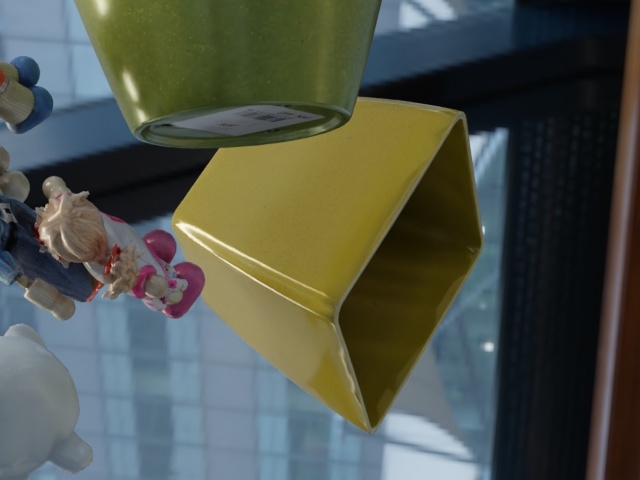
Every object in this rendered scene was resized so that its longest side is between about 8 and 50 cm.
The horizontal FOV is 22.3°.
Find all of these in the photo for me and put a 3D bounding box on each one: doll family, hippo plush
[{"bbox_3d":[-0.192,-0.026,0.908,0.118,0.263,0.163,-46,-25,6],"label":"doll family"},{"bbox_3d":[-0.321,0.116,1.287,0.237,0.234,0.294,-3,-39,-47],"label":"hippo plush"}]

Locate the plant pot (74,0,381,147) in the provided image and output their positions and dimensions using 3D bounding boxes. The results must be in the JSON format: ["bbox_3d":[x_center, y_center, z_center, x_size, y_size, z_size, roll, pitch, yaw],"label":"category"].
[{"bbox_3d":[-0.061,-0.213,1.009,0.275,0.275,0.293,43,-138,-80],"label":"plant pot"}]

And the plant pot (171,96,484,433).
[{"bbox_3d":[0.000,0.000,1.367,0.212,0.187,0.212,-58,-25,-24],"label":"plant pot"}]
